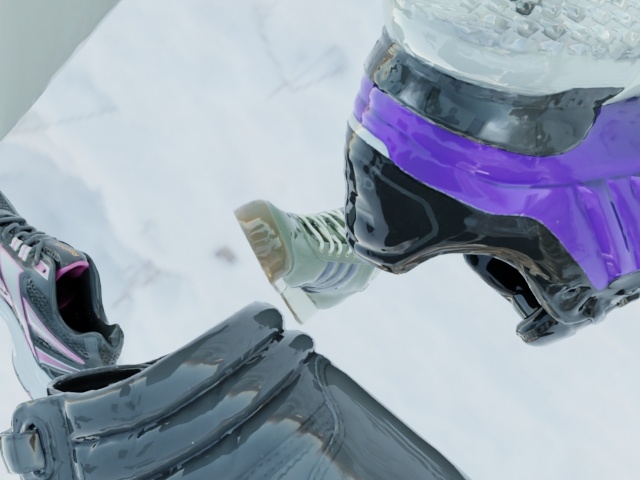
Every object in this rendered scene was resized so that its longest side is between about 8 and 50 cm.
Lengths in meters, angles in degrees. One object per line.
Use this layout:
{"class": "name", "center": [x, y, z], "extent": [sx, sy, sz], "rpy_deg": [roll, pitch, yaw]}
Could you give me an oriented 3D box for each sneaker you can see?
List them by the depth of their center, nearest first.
{"class": "sneaker", "center": [-0.083, 0.135, 0.629], "extent": [0.295, 0.104, 0.147], "rpy_deg": [-39, 85, 13]}
{"class": "sneaker", "center": [0.130, -0.025, 0.749], "extent": [0.102, 0.293, 0.146], "rpy_deg": [50, 127, 51]}
{"class": "sneaker", "center": [-0.177, 0.021, 1.139], "extent": [0.178, 0.072, 0.077], "rpy_deg": [52, 128, 13]}
{"class": "sneaker", "center": [0.000, 0.000, 1.221], "extent": [0.064, 0.086, 0.192], "rpy_deg": [62, -179, 18]}

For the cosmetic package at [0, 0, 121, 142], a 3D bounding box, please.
{"class": "cosmetic package", "center": [-0.118, -0.137, 0.493], "extent": [0.153, 0.296, 0.129], "rpy_deg": [2, 115, 7]}
